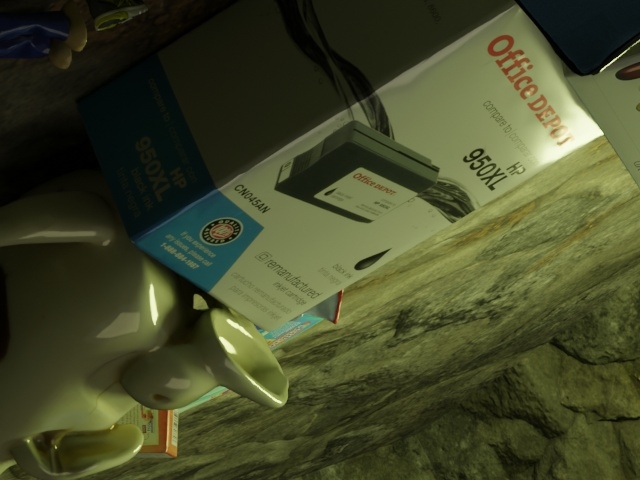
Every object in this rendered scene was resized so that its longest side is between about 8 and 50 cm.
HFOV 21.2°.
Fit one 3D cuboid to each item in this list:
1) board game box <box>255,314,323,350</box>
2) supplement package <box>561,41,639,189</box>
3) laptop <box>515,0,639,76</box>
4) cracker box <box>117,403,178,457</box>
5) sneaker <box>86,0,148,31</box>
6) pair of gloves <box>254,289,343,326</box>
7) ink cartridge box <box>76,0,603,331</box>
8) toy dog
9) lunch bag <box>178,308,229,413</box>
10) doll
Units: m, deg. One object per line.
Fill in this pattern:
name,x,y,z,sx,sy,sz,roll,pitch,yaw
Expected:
board game box,-0.103,0.127,2.467,0.160,0.047,0.210,-32,164,14
supplement package,0.311,-0.195,1.559,0.145,0.204,0.262,-16,152,21
laptop,0.094,-0.311,0.811,0.408,0.236,0.382,9,143,-42
cracker box,-0.274,0.160,1.898,0.232,0.155,0.067,1,167,5
sneaker,-0.161,-0.188,1.346,0.031,0.035,0.083,-23,-172,14
pair of gloves,-0.034,-0.001,1.833,0.159,0.198,0.023,11,-179,-25
ink cartridge box,0.028,-0.113,1.561,0.395,0.166,0.285,-31,151,12
toy dog,-0.293,0.118,1.668,0.408,0.284,0.395,-29,165,14
lunch bag,-0.246,0.171,2.103,0.224,0.108,0.279,-22,-175,-36
doll,-0.270,-0.145,1.263,0.189,0.046,0.129,-11,168,-29
